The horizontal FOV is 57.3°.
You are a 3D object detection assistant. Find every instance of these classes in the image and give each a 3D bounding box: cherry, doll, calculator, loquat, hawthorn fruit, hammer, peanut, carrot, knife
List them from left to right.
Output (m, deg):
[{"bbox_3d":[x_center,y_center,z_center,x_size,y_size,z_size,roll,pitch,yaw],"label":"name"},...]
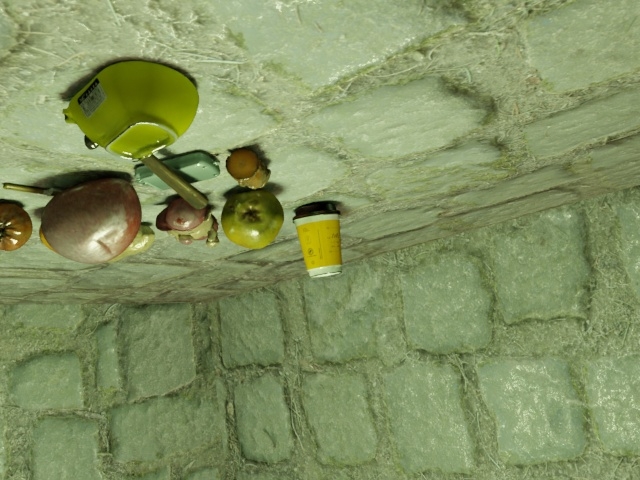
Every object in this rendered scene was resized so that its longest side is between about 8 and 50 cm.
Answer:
[{"bbox_3d":[-0.935,-0.051,1.733,0.149,0.149,0.189,-1,-155,-35],"label":"hawthorn fruit"},{"bbox_3d":[-0.765,-0.136,1.667,0.046,0.022,0.256,-25,161,33],"label":"knife"},{"bbox_3d":[-0.638,-0.057,1.670,0.307,0.221,0.261,-36,158,15],"label":"cherry"},{"bbox_3d":[-0.726,0.007,2.168,0.257,0.123,0.123,-16,167,11],"label":"peanut"},{"bbox_3d":[-0.409,-0.180,1.519,0.168,0.044,0.440,-11,159,12],"label":"hammer"},{"bbox_3d":[-0.395,-0.190,1.636,0.246,0.045,0.141,-12,168,12],"label":"calculator"},{"bbox_3d":[-0.442,-0.058,1.981,0.196,0.152,0.256,-22,164,-2],"label":"doll"},{"bbox_3d":[-0.197,-0.196,1.702,0.102,0.101,0.263,-10,174,5],"label":"carrot"},{"bbox_3d":[-0.227,-0.068,1.985,0.214,0.213,0.246,-8,169,-5],"label":"loquat"}]

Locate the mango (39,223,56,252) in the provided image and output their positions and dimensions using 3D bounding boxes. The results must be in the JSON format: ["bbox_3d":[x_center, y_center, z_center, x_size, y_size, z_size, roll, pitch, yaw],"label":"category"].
[{"bbox_3d":[-0.790,-0.014,1.916,0.191,0.159,0.290,-6,167,29],"label":"mango"}]

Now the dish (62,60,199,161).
[{"bbox_3d":[-0.375,-0.240,1.188,0.263,0.108,0.221,-22,158,24],"label":"dish"}]

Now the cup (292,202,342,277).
[{"bbox_3d":[0.000,0.000,2.298,0.197,0.279,0.196,-9,174,-1],"label":"cup"}]
